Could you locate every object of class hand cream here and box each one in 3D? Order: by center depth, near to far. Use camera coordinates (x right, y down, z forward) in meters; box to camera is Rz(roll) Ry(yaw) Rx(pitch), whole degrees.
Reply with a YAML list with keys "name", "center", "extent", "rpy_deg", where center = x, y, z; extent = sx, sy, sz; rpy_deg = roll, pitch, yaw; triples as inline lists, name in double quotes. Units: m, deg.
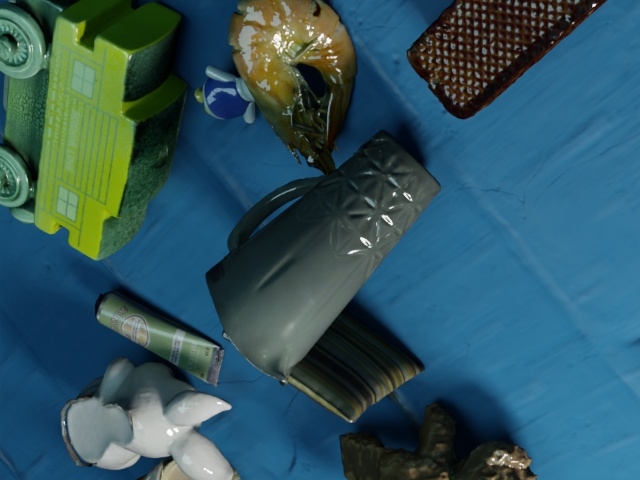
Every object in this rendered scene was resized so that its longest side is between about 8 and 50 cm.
- name: "hand cream"
  center: [-0.257, 0.147, 1.981]
  extent: [0.235, 0.055, 0.086]
  rpy_deg: [28, 134, 14]

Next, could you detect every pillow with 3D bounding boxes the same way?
- name: "pillow"
  center: [0.007, 0.145, 1.649]
  extent: [0.208, 0.212, 0.052]
  rpy_deg: [34, 117, 19]

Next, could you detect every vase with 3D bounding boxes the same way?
- name: "vase"
  center: [0.000, 0.000, 1.528]
  extent: [0.156, 0.301, 0.251]
  rpy_deg: [41, -173, -44]

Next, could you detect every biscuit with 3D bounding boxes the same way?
- name: "biscuit"
  center: [0.238, -0.268, 1.301]
  extent: [0.107, 0.073, 0.388]
  rpy_deg: [51, 135, 3]

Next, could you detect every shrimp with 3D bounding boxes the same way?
- name: "shrimp"
  center: [-0.019, -0.189, 1.560]
  extent: [0.145, 0.061, 0.267]
  rpy_deg: [-16, 112, 9]

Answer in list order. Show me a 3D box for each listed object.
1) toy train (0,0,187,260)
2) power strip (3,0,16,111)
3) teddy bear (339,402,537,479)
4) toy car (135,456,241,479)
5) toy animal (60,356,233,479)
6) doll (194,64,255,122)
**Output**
- name: "toy train"
  center: [-0.332, -0.175, 1.762]
  extent: [0.272, 0.179, 0.442]
  rpy_deg: [28, 131, 13]
- name: "power strip"
  center: [-0.450, -0.256, 1.890]
  extent: [0.060, 0.027, 0.252]
  rpy_deg: [53, 142, 38]
- name: "teddy bear"
  center: [0.157, 0.342, 1.710]
  extent: [0.296, 0.223, 0.246]
  rpy_deg: [156, 113, -75]
- name: "toy car"
  center: [-0.217, 0.441, 2.089]
  extent: [0.235, 0.145, 0.235]
  rpy_deg: [5, 100, 28]
- name: "toy animal"
  center: [-0.277, 0.291, 2.004]
  extent: [0.325, 0.154, 0.208]
  rpy_deg: [16, 115, 40]
- name: "doll"
  center: [-0.104, -0.194, 1.638]
  extent: [0.143, 0.057, 0.099]
  rpy_deg: [-14, 128, 43]
